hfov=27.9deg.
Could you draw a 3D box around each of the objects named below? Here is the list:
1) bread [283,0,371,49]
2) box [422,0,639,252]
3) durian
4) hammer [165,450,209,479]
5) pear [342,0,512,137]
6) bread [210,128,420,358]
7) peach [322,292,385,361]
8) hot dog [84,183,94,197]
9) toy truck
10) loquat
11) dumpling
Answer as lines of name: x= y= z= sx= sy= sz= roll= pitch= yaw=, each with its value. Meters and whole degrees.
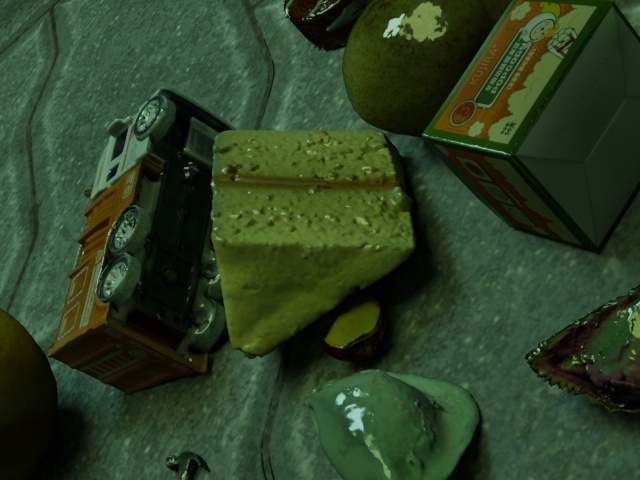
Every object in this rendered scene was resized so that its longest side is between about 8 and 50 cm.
bread: x=0.022 y=-0.358 z=1.863 sx=0.160 sy=0.073 sz=0.160 roll=-28 pitch=40 yaw=27
box: x=0.242 y=-0.125 z=1.332 sx=0.148 sy=0.177 sz=0.195 roll=21 pitch=74 yaw=53
durian: x=0.290 y=0.104 z=1.168 sx=0.187 sy=0.119 sz=0.108 roll=-39 pitch=74 yaw=33
hammer: x=-0.166 y=0.326 z=1.484 sx=0.062 sy=0.017 sz=0.182 roll=-20 pitch=46 yaw=34
pear: x=0.140 y=-0.223 z=1.517 sx=0.228 sy=0.188 sz=0.211 roll=-54 pitch=24 yaw=-7
bread: x=0.000 y=0.000 z=1.533 sx=0.236 sy=0.198 sz=0.263 roll=-7 pitch=34 yaw=1
peach: x=0.041 y=0.102 z=1.443 sx=0.077 sy=0.050 sz=0.083 roll=-28 pitch=35 yaw=6
hot dog: x=-0.342 y=-0.077 z=2.030 sx=0.037 sy=0.021 sz=0.083 roll=-42 pitch=28 yaw=-27
toy truck: x=-0.230 y=0.000 z=1.717 sx=0.207 sy=0.173 sz=0.387 roll=-28 pitch=43 yaw=40
loquat: x=-0.519 y=0.235 z=1.664 sx=0.328 sy=0.328 sz=0.359 roll=-21 pitch=30 yaw=33
dumpling: x=0.074 y=0.187 z=1.284 sx=0.149 sy=0.105 sz=0.216 roll=-45 pitch=36 yaw=6
